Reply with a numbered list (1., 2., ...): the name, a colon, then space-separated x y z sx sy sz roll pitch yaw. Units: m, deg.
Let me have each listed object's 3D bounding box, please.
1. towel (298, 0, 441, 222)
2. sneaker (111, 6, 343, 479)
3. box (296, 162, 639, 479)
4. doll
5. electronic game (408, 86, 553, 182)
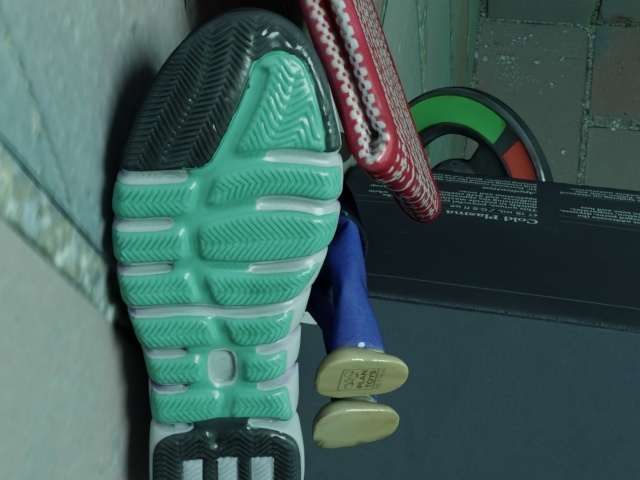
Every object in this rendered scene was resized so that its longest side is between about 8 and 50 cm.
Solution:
1. towel: 0.013 -0.108 0.490 0.275 0.031 0.199 15 55 -79
2. sneaker: -0.043 0.011 0.403 0.098 0.083 0.224 -109 -156 -65
3. box: 0.157 0.077 0.726 0.312 0.343 0.179 -54 149 -68
4. doll: 0.000 0.000 0.478 0.129 0.046 0.189 95 -15 -45
5. electronic game: 0.133 -0.034 0.944 0.048 0.229 0.229 -12 113 -39
